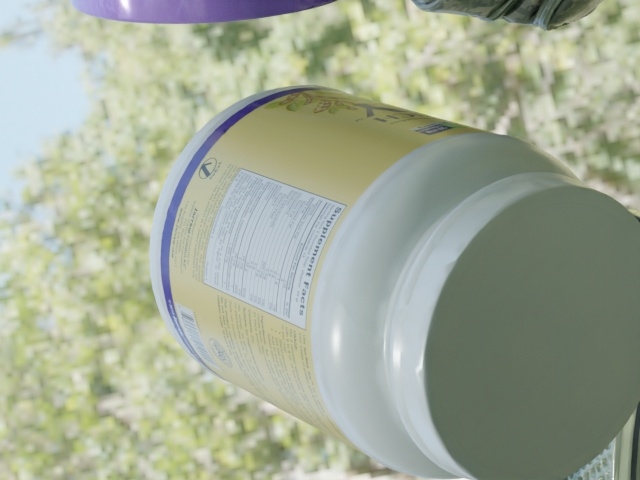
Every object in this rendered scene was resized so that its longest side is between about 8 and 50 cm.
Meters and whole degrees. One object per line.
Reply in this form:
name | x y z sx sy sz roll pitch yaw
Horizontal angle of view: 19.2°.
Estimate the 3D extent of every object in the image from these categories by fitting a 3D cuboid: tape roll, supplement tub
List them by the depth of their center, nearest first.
supplement tub | 0.054 0.028 1.340 0.331 0.241 0.241 21 137 53
tape roll | -0.102 -0.276 1.780 0.275 0.275 0.090 -63 -29 -69

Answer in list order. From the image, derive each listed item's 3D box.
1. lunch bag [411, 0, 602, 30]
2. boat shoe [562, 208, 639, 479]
lunch bag | 0.235 -0.351 1.787 0.256 0.305 0.212 3 -127 -34
boat shoe | 0.307 0.209 1.846 0.187 0.156 0.500 39 127 57
